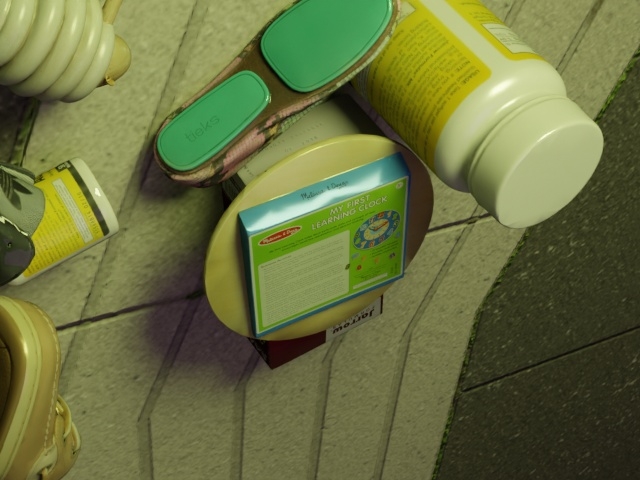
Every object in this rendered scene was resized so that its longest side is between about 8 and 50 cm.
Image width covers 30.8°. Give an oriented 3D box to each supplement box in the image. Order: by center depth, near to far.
[{"bbox_3d":[-0.012,-0.001,1.028,0.130,0.073,0.239,-26,145,-19],"label":"supplement box"}]

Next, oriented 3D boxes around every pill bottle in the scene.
[{"bbox_3d":[-0.210,-0.007,0.839,0.116,0.065,0.065,-30,145,-14],"label":"pill bottle"},{"bbox_3d":[0.111,-0.112,0.891,0.119,0.208,0.119,-25,144,-20],"label":"pill bottle"}]

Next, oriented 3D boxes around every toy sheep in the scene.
[{"bbox_3d":[-0.174,-0.131,0.716,0.132,0.091,0.091,21,116,-37],"label":"toy sheep"}]

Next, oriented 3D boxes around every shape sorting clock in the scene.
[{"bbox_3d":[0.000,0.000,0.937,0.206,0.040,0.206,-21,142,-18],"label":"shape sorting clock"}]

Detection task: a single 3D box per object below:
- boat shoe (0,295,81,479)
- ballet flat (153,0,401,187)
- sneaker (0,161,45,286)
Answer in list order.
[{"bbox_3d":[-0.259,0.155,0.948,0.110,0.122,0.341,-15,150,-38],"label":"boat shoe"},{"bbox_3d":[-0.030,-0.118,0.887,0.221,0.077,0.079,-39,165,8],"label":"ballet flat"},{"bbox_3d":[-0.232,-0.060,0.691,0.153,0.101,0.269,13,130,-23],"label":"sneaker"}]
